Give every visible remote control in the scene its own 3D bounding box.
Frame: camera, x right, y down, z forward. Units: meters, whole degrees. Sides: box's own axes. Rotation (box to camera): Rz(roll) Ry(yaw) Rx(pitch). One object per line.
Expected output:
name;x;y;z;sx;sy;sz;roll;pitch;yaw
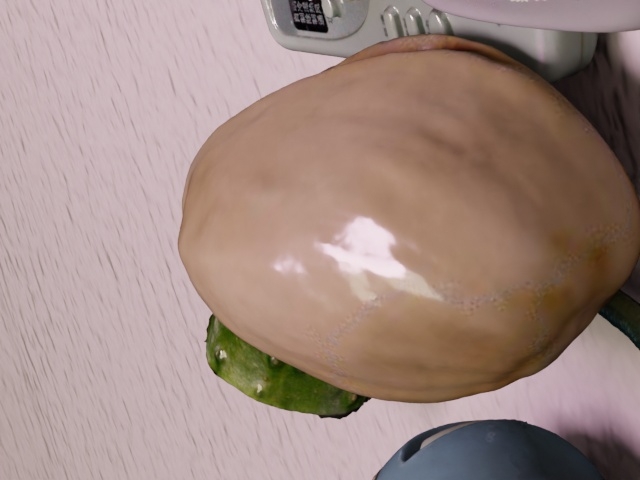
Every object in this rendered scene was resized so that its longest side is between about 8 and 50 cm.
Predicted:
remote control;0.048;-0.163;1.066;0.296;0.056;0.140;18;128;56

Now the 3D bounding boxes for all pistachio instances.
pistachio;0.042;-0.014;1.011;0.288;0.166;0.197;11;106;38

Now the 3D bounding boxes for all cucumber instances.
cucumber;0.001;-0.002;1.216;0.134;0.134;0.244;50;145;30

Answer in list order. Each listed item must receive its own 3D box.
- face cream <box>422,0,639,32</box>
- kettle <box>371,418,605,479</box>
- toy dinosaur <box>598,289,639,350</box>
face cream;0.100;-0.267;0.835;0.163;0.080;0.336;14;117;36
kettle;0.118;0.282;1.092;0.319;0.247;0.342;-144;50;-63
toy dinosaur;0.226;0.111;0.946;0.363;0.076;0.147;60;162;25
